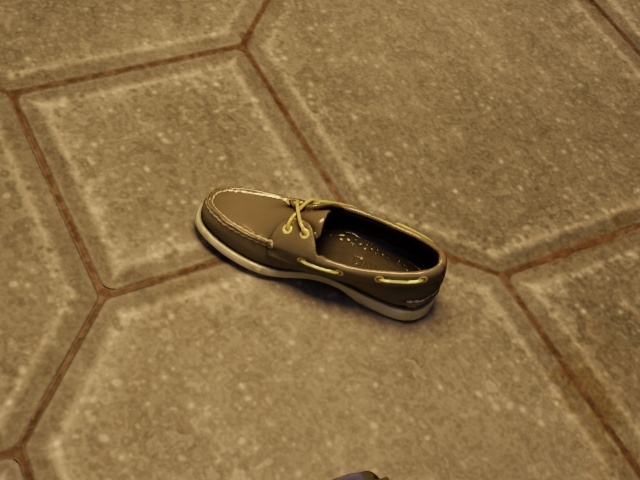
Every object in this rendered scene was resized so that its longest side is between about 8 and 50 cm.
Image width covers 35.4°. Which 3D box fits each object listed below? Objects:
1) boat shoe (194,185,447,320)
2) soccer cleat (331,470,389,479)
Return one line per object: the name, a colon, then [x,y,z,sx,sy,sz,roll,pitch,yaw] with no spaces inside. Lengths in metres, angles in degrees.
boat shoe: [0.001,-0.003,1.180,0.305,0.091,0.109,21,51,2]
soccer cleat: [0.059,0.362,0.939,0.121,0.093,0.289,-24,63,6]
